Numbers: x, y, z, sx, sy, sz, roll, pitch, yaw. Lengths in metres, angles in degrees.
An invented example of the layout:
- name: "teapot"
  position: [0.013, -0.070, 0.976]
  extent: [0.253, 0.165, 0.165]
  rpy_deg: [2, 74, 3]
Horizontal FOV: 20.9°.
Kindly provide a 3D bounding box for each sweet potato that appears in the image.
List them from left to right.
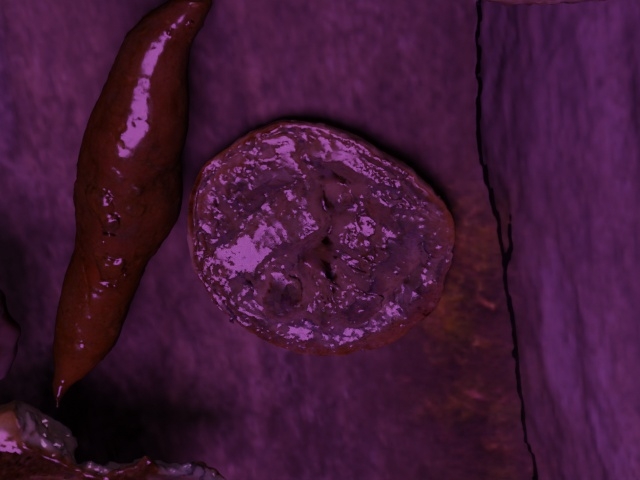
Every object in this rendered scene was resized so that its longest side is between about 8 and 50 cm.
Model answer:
- name: "sweet potato"
  position: [-0.110, -0.019, 0.971]
  extent: [0.067, 0.067, 0.273]
  rpy_deg: [18, 121, -2]

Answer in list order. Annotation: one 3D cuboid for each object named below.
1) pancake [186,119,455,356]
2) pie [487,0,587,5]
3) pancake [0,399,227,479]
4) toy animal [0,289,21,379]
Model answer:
- name: "pancake"
  position: [0.000, 0.000, 0.987]
  extent: [0.158, 0.028, 0.158]
  rpy_deg: [3, 121, 5]
- name: "pie"
  position: [0.093, -0.248, 0.664]
  extent: [0.339, 0.339, 0.077]
  rpy_deg: [44, 163, -18]
- name: "pancake"
  position: [-0.195, 0.245, 1.138]
  extent: [0.305, 0.067, 0.426]
  rpy_deg: [-3, 133, 0]
- name: "toy animal"
  position: [-0.357, 0.007, 0.961]
  extent: [0.303, 0.194, 0.344]
  rpy_deg: [-18, 128, 16]
